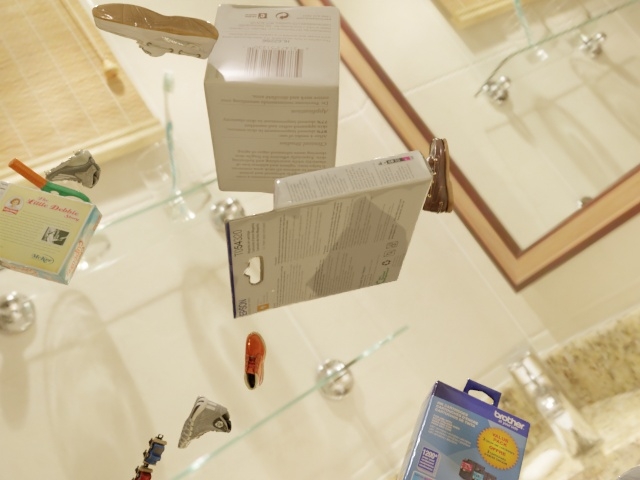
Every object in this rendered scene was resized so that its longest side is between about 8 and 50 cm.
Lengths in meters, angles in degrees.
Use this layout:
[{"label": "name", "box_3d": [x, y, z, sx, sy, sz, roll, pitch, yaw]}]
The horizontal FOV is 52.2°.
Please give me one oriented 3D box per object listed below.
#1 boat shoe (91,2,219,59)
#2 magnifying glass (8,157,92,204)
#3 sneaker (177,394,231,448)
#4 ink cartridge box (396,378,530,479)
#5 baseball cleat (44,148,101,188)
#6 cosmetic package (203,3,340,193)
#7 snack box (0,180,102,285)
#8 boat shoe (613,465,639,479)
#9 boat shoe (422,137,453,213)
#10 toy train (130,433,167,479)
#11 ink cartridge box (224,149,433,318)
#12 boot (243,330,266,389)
[{"label": "boat shoe", "box_3d": [-0.369, -0.452, 1.456, 0.277, 0.098, 0.096, 4, -44, -27]}, {"label": "magnifying glass", "box_3d": [-0.670, -0.125, 1.630, 0.092, 0.026, 0.231, -30, -49, 22]}, {"label": "sneaker", "box_3d": [-0.335, 0.560, 1.936, 0.086, 0.132, 0.229, -84, 19, -52]}, {"label": "ink cartridge box", "box_3d": [0.357, 0.541, 1.642, 0.151, 0.270, 0.395, 106, -170, -46]}, {"label": "baseball cleat", "box_3d": [-0.687, -0.179, 1.816, 0.206, 0.109, 0.072, -18, 24, 41]}, {"label": "cosmetic package", "box_3d": [-0.117, -0.370, 1.756, 0.329, 0.327, 0.394, 2, -37, -1]}, {"label": "snack box", "box_3d": [-0.682, -0.029, 1.474, 0.060, 0.322, 0.187, 88, -162, -63]}, {"label": "boat shoe", "box_3d": [0.419, 0.394, 0.931, 0.228, 0.080, 0.076, -22, -29, -22]}, {"label": "boat shoe", "box_3d": [0.260, -0.153, 1.497, 0.073, 0.207, 0.073, 2, -34, 0]}, {"label": "toy train", "box_3d": [-0.296, 0.395, 1.083, 0.158, 0.027, 0.036, -64, 25, 3]}, {"label": "ink cartridge box", "box_3d": [0.000, 0.000, 1.107, 0.330, 0.071, 0.324, -11, -31, -12]}, {"label": "boot", "box_3d": [-0.183, 0.332, 1.797, 0.059, 0.158, 0.084, -2, 2, 7]}]
